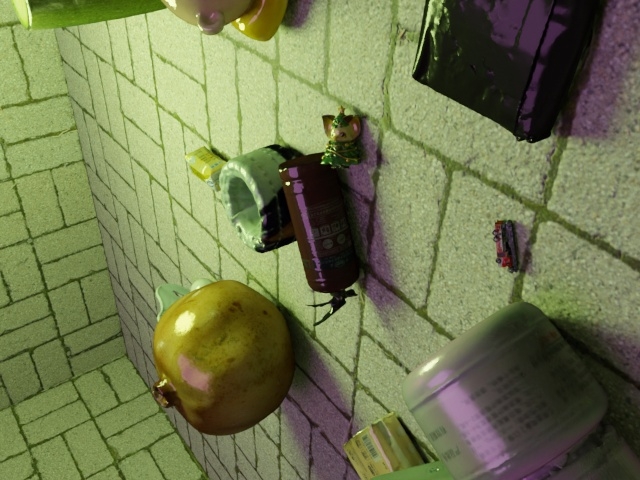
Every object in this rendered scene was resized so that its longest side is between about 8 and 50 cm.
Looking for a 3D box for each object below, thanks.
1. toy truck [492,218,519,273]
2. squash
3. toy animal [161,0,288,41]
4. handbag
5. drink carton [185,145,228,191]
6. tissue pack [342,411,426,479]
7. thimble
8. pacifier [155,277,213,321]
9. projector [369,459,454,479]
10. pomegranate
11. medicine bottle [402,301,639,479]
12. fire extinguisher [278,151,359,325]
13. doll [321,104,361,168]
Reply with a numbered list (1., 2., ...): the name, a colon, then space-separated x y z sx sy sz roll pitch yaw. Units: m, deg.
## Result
1. toy truck: 0.276 0.010 0.917 0.032 0.024 0.083 -2 108 27
2. squash: -0.508 -0.631 1.393 0.263 0.384 0.263 40 141 43
3. toy animal: -0.213 -0.536 1.113 0.345 0.246 0.277 55 146 21
4. handbag: 0.219 -0.267 0.766 0.223 0.080 0.247 42 142 36
5. drink carton: -0.278 -0.179 1.622 0.200 0.084 0.074 34 147 42
6. tissue pack: 0.162 0.517 1.377 0.222 0.090 0.186 55 145 18
7. thimble: -0.120 -0.090 1.363 0.237 0.150 0.237 39 141 41
8. pacifier: -0.417 0.223 2.049 0.233 0.244 0.299 -53 34 23
9. projector: 0.217 0.578 1.214 0.108 0.198 0.250 -43 -68 -75
10. pomegranate: -0.265 0.320 1.642 0.416 0.416 0.417 37 138 42
11. medicine bottle: 0.285 0.266 0.856 0.302 0.241 0.241 56 148 19
12. fire extinguisher: 0.000 0.000 1.246 0.114 0.135 0.337 -151 44 -68
13. doll: 0.045 -0.187 1.141 0.078 0.076 0.113 7 87 29
